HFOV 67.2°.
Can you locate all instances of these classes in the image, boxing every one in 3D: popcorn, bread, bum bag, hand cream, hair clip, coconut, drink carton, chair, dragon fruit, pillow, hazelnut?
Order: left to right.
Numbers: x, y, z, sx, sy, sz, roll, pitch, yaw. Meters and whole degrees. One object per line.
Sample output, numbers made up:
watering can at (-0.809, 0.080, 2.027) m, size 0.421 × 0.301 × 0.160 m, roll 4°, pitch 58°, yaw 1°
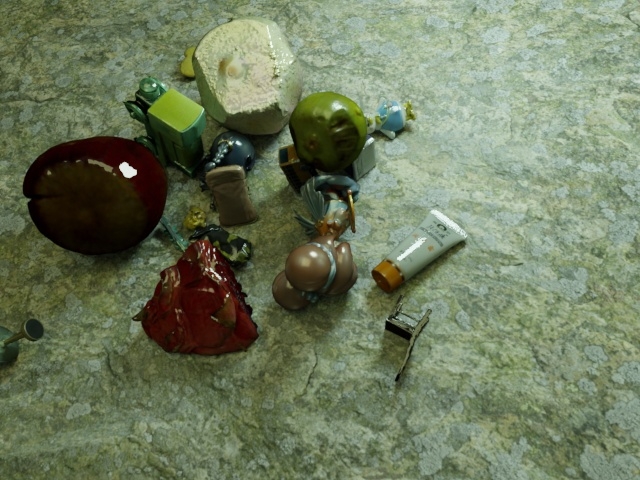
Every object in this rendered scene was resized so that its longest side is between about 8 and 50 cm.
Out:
hazelnut at (-0.704, -0.139, 1.559) m, size 0.429 × 0.402 × 0.402 m, roll -23°, pitch 59°, yaw -1°
hair clip at (-0.488, -0.016, 1.622) m, size 0.049 × 0.049 × 0.173 m, roll -36°, pitch 66°, yaw -11°
dragon fruit at (-0.375, 0.205, 1.368) m, size 0.329 × 0.228 × 0.286 m, roll -24°, pitch 61°, yaw -7°
popcorn at (-0.417, -0.067, 1.635) m, size 0.084 × 0.084 × 0.084 m, roll -4°, pitch 60°, yaw 7°
bread at (-0.504, -0.738, 2.036) m, size 0.188 × 0.065 × 0.149 m, roll 18°, pitch 76°, yaw 16°
bum bag at (-0.316, 0.011, 1.563) m, size 0.233 × 0.060 × 0.106 m, roll 25°, pitch 62°, yaw 22°
pillow at (-0.290, -0.143, 1.581) m, size 0.135 × 0.211 × 0.034 m, roll -8°, pitch 26°, yaw 7°
coconut at (-0.249, -0.567, 1.735) m, size 0.405 × 0.404 × 0.404 m, roll -4°, pitch 60°, yaw 7°
drink carton at (0.079, -0.331, 1.651) m, size 0.102 × 0.134 × 0.222 m, roll -41°, pitch 62°, yaw -11°
chair at (0.212, 0.267, 1.312) m, size 0.101 × 0.084 × 0.212 m, roll 26°, pitch 68°, yaw 19°
hand cream at (0.295, 0.034, 1.438) m, size 0.314 × 0.089 × 0.140 m, roll -39°, pitch 63°, yaw -22°

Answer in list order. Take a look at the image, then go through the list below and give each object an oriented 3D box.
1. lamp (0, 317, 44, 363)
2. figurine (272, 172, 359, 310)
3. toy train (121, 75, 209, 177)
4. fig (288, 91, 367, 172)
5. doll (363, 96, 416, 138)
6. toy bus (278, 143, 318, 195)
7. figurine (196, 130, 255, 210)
lamp at (-0.957, 0.308, 1.466) m, size 0.215 × 0.121 × 0.121 m, roll -25°, pitch 58°, yaw 11°
figurine at (0.001, 0.000, 1.418) m, size 0.248 × 0.276 × 0.387 m, roll 8°, pitch 62°, yaw -13°
toy train at (-0.517, -0.379, 1.661) m, size 0.253 × 0.397 × 0.160 m, roll 33°, pitch 68°, yaw 3°
fig at (0.033, -0.339, 1.455) m, size 0.240 × 0.239 × 0.271 m, roll 13°, pitch 39°, yaw 17°
doll at (0.212, -0.426, 1.706) m, size 0.241 × 0.135 × 0.098 m, roll -16°, pitch 31°, yaw -1°
toy bus at (-0.069, -0.232, 1.597) m, size 0.103 × 0.182 × 0.091 m, roll -13°, pitch 59°, yaw 12°
figurine at (-0.318, -0.252, 1.663) m, size 0.175 × 0.197 × 0.265 m, roll 16°, pitch 54°, yaw -22°
